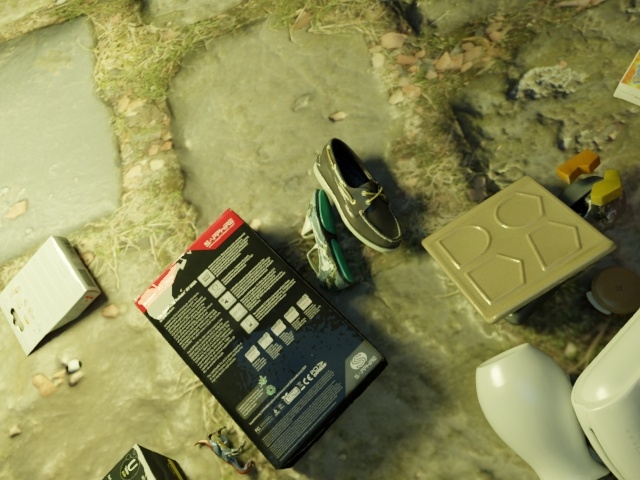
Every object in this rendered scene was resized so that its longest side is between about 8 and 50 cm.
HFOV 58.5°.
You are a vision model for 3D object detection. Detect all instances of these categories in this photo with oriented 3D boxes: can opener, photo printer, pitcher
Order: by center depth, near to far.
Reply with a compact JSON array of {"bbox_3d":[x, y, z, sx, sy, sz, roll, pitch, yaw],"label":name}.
[{"bbox_3d":[0.493,0.199,0.741,0.307,0.107,0.256,-44,97,-7],"label":"photo printer"},{"bbox_3d":[0.330,0.245,0.807,0.178,0.125,0.207,-23,77,-20],"label":"pitcher"},{"bbox_3d":[0.373,0.008,0.913,0.283,0.076,0.095,-42,36,-5],"label":"can opener"}]

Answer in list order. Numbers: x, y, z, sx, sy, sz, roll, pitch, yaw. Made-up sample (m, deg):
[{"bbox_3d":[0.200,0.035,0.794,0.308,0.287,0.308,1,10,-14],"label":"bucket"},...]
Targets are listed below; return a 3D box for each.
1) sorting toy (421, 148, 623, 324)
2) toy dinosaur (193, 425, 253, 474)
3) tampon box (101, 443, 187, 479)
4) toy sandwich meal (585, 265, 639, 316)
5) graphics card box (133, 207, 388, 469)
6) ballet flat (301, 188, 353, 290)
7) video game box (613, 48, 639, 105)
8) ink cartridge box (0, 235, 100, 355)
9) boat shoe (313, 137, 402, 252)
[{"bbox_3d":[0.335,-0.015,0.882,0.307,0.041,0.229,-32,37,1],"label":"sorting toy"},{"bbox_3d":[-0.146,0.339,0.911,0.090,0.047,0.082,-38,74,32],"label":"toy dinosaur"},{"bbox_3d":[-0.276,0.414,0.847,0.161,0.101,0.120,-46,47,-7],"label":"tampon box"},{"bbox_3d":[0.455,0.081,0.881,0.085,0.029,0.085,-3,66,7],"label":"toy sandwich meal"},{"bbox_3d":[-0.100,0.150,0.930,0.371,0.094,0.233,41,82,22],"label":"graphics card box"},{"bbox_3d":[0.000,0.000,0.983,0.070,0.070,0.188,-17,65,5],"label":"ballet flat"},{"bbox_3d":[0.639,-0.298,0.972,0.187,0.048,0.205,29,78,22],"label":"video game box"},{"bbox_3d":[-0.509,0.103,1.067,0.179,0.045,0.145,-46,68,13],"label":"ink cartridge box"},{"bbox_3d":[0.068,-0.079,0.979,0.081,0.068,0.228,-20,62,-35],"label":"boat shoe"}]
